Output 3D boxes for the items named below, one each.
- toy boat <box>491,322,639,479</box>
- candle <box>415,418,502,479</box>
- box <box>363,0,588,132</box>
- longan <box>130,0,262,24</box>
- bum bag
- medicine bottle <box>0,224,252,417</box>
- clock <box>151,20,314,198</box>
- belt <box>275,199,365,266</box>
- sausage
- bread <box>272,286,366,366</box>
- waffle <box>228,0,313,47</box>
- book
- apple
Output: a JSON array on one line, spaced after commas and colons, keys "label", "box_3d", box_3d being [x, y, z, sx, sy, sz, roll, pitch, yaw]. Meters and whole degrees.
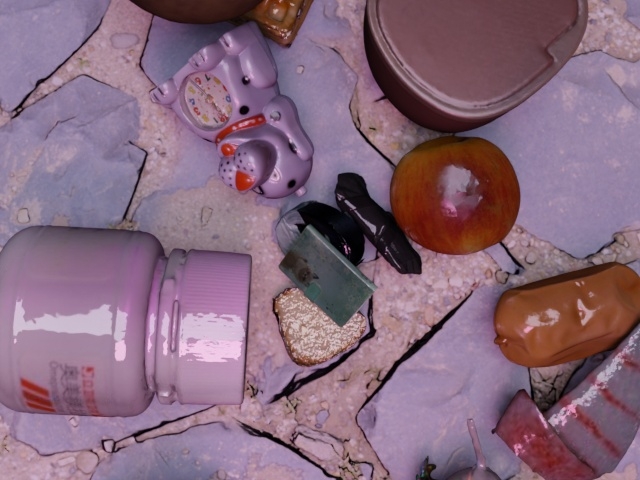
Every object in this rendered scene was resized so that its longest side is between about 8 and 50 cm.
[{"label": "toy boat", "box_3d": [0.407, 0.234, 1.100, 0.206, 0.096, 0.282, 40, 98, -13]}, {"label": "candle", "box_3d": [0.211, 0.418, 1.064, 0.187, 0.187, 0.330, 12, 85, -2]}, {"label": "box", "box_3d": [0.207, -0.304, 1.106, 0.301, 0.216, 0.301, 0, 87, -1]}, {"label": "longan", "box_3d": [-0.174, -0.439, 0.964, 0.319, 0.319, 0.319, 0, 86, -3]}, {"label": "bum bag", "box_3d": [0.084, -0.020, 1.150, 0.049, 0.087, 0.197, -40, 87, 27]}, {"label": "medicine bottle", "box_3d": [-0.260, 0.113, 1.032, 0.325, 0.256, 0.256, 4, 85, -5]}, {"label": "clock", "box_3d": [-0.106, -0.166, 1.115, 0.189, 0.189, 0.254, -32, 95, -4]}, {"label": "belt", "box_3d": [0.000, 0.000, 1.128, 0.140, 0.058, 0.105, 33, 124, 15]}, {"label": "sausage", "box_3d": [0.371, 0.112, 1.125, 0.241, 0.120, 0.136, -10, 93, -7]}, {"label": "bread", "box_3d": [-0.002, 0.120, 1.150, 0.129, 0.044, 0.126, -25, 80, -1]}, {"label": "waffle", "box_3d": [-0.077, -0.479, 1.168, 0.213, 0.091, 0.308, 25, 86, -1]}, {"label": "book", "box_3d": [0.007, 0.055, 1.101, 0.135, 0.017, 0.103, 43, 129, 8]}, {"label": "apple", "box_3d": [0.202, -0.066, 1.128, 0.195, 0.160, 0.173, -11, 108, 3]}]
